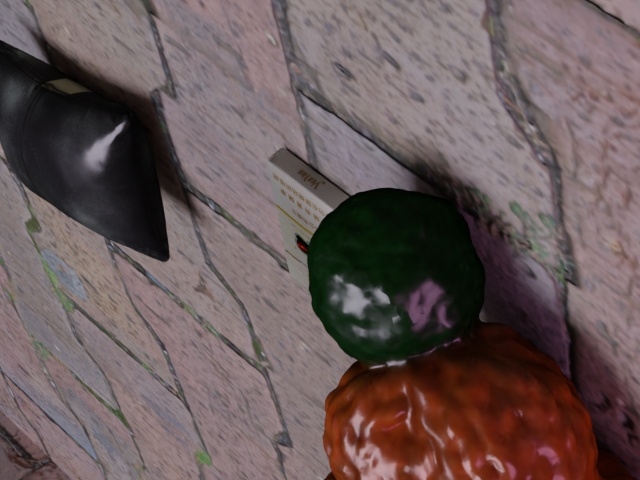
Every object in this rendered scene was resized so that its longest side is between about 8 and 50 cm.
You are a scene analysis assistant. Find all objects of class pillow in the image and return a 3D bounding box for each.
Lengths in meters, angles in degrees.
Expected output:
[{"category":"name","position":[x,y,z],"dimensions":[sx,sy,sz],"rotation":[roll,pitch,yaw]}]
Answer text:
[{"category":"pillow","position":[-0.248,-0.090,1.773],"dimensions":[0.250,0.106,0.186],"rotation":[29,143,42]}]

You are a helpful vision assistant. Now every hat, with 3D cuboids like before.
[{"category":"hat","position":[0.126,0.154,1.328],"dimensions":[0.285,0.285,0.400],"rotation":[20,116,54]}]

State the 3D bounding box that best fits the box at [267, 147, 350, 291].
[{"category":"box","position":[0.000,0.000,1.523],"dimensions":[0.090,0.024,0.167],"rotation":[37,155,31]}]
